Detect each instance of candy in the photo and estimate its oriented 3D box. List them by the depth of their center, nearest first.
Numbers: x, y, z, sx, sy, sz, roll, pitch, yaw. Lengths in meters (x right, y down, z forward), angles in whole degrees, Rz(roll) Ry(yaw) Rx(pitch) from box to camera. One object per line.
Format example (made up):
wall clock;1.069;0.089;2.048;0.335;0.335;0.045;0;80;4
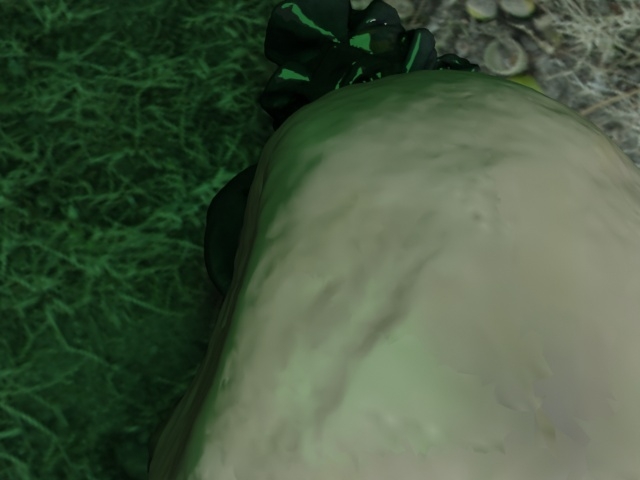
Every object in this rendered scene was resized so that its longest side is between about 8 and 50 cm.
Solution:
candy;0.117;0.120;0.955;0.427;0.186;0.386;38;64;-14

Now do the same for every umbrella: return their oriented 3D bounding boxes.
umbrella;0.003;0.000;1.086;0.143;0.094;0.349;15;59;2
